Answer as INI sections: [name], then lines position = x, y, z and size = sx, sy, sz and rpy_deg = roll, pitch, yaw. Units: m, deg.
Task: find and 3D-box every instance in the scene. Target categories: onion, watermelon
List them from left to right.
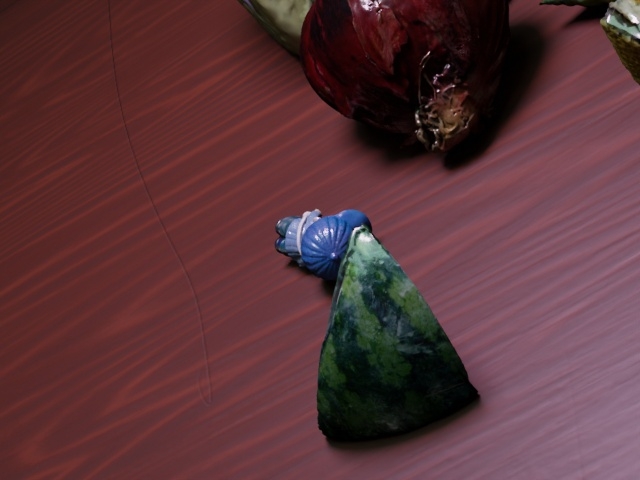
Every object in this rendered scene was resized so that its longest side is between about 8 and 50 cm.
[watermelon]
position = 0.041, 0.082, 1.611
size = 0.136, 0.207, 0.202
rpy_deg = -19, 13, -14
[onion]
position = 0.085, -0.233, 1.878
size = 0.221, 0.281, 0.281
rpy_deg = -10, 9, -41

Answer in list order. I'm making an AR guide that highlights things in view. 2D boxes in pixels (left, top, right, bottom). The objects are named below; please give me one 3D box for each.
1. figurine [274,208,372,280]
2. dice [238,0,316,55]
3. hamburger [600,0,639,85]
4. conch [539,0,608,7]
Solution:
[figurine]
position = -0.008, 0.000, 1.821
size = 0.136, 0.079, 0.077
rpy_deg = 11, 100, 46
[dice]
position = -0.018, -0.402, 2.133
size = 0.250, 0.254, 0.252
rpy_deg = -42, 32, -1
[hamburger]
position = 0.385, -0.188, 1.551
size = 0.288, 0.192, 0.168
rpy_deg = 39, 88, 31
[conch]
position = 0.333, -0.305, 1.826
size = 0.200, 0.079, 0.095
rpy_deg = -16, 24, 7
